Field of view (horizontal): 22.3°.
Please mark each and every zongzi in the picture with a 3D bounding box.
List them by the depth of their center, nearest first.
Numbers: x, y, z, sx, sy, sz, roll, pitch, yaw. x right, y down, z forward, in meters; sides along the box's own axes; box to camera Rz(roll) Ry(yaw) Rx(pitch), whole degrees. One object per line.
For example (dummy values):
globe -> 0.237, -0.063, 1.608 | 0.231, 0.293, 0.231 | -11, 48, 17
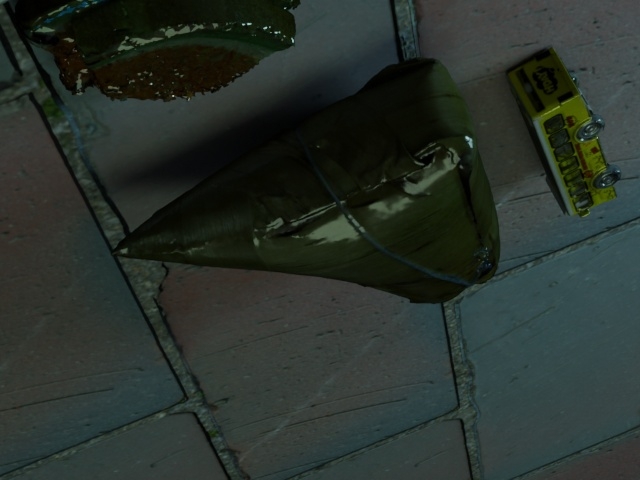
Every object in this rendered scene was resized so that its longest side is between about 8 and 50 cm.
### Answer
zongzi -> 0.000, 0.000, 1.626 | 0.360, 0.160, 0.323 | -25, 148, 1

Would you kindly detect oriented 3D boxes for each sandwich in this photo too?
sandwich -> -0.140, -0.167, 1.355 | 0.235, 0.079, 0.159 | 3, 140, -38

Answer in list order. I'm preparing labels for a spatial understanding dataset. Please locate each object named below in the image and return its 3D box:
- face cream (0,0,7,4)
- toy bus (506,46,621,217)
face cream -> -0.322, -0.179, 1.194 | 0.345, 0.102, 0.102 | -30, 149, 8
toy bus -> 0.262, -0.109, 1.714 | 0.074, 0.081, 0.226 | -28, 149, 4
